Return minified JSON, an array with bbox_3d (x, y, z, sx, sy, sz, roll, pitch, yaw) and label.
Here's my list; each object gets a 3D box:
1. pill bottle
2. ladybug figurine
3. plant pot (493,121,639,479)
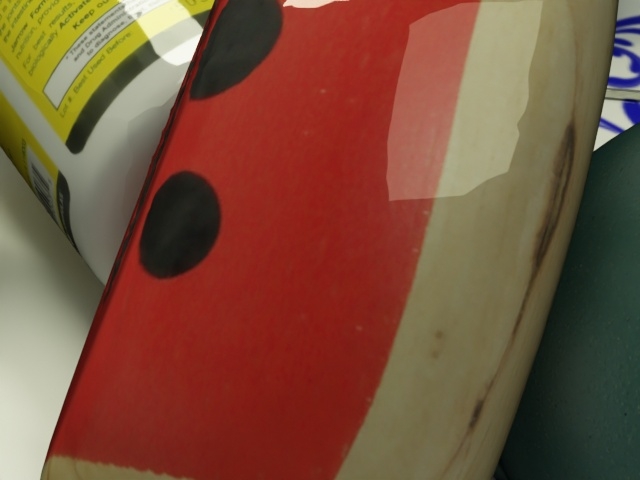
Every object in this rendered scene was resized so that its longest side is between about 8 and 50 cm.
[{"bbox_3d":[-0.123,-0.124,1.020,0.188,0.188,0.334,-18,47,-27],"label":"pill bottle"},{"bbox_3d":[0.000,0.000,0.754,0.161,0.305,0.449,21,73,-8],"label":"ladybug figurine"},{"bbox_3d":[0.189,0.057,0.820,0.293,0.293,0.196,-31,26,-35],"label":"plant pot"}]
